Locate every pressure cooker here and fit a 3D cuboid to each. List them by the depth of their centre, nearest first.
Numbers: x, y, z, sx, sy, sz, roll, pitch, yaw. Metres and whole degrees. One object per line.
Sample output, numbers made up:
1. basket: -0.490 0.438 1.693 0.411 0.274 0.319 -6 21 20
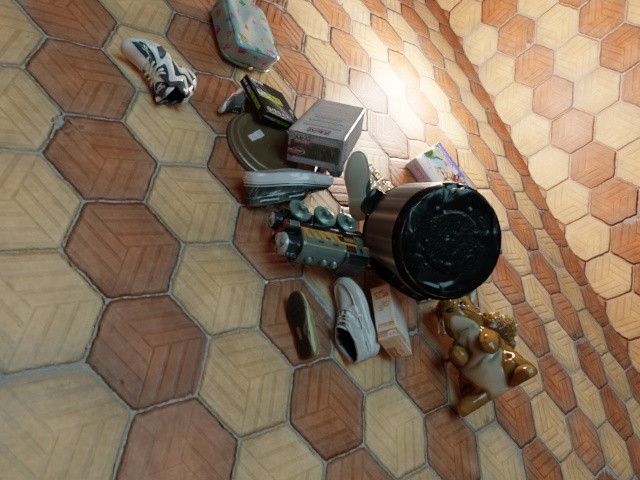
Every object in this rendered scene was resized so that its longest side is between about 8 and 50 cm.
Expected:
1. pressure cooker: 0.342 -0.009 1.687 0.375 0.420 0.370 -11 99 -13

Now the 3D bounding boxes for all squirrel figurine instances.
1. squirrel figurine: 0.555 0.360 1.806 0.397 0.281 0.371 8 46 -57

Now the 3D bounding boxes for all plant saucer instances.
1. plant saucer: -0.180 -0.313 1.686 0.277 0.041 0.278 24 49 -31

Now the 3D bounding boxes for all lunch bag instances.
1. lunch bag: -0.269 -0.744 1.847 0.224 0.107 0.279 5 61 -48

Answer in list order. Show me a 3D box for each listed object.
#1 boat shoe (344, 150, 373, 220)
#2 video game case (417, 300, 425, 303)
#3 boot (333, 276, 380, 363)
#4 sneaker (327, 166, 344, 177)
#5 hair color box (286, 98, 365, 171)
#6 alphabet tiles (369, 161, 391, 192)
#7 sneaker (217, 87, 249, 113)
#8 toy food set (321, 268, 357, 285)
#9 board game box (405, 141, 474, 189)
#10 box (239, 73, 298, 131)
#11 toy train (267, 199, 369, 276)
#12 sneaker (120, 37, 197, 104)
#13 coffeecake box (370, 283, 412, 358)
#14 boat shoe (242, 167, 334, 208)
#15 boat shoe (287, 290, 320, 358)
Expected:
1. boat shoe: 0.140 -0.198 1.803 0.079 0.095 0.255 -61 145 -63
2. video game case: 0.392 0.084 1.939 0.204 0.025 0.285 -7 73 -40
3. boot: 0.086 0.234 1.513 0.123 0.095 0.258 -8 70 -54
4. sneaker: 0.044 -0.313 1.873 0.087 0.092 0.229 -1 34 1
5. hair color box: 0.028 -0.376 1.770 0.185 0.114 0.374 14 32 9
6. alphabet tiles: 0.231 -0.186 2.019 0.237 0.009 0.198 51 40 -3
7. sneaker: -0.277 -0.446 1.672 0.065 0.061 0.158 49 40 -16
8. toy food set: 0.081 0.070 1.669 0.132 0.038 0.192 51 40 -4
9. board game box: 0.569 -0.282 2.369 0.319 0.066 0.318 54 40 -1
10. box: -0.168 -0.466 1.752 0.190 0.045 0.184 12 46 -53
11. toy train: 0.000 0.000 1.536 0.333 0.142 0.190 13 46 -33
12. sneaker: -0.472 -0.474 1.471 0.235 0.094 0.153 36 34 -35
13. coffeecake box: 0.222 0.255 1.600 0.142 0.068 0.186 54 24 -45
14. boat shoe: -0.103 -0.162 1.609 0.335 0.121 0.119 -6 108 -37
15. boat shoe: -0.042 0.234 1.426 0.072 0.068 0.190 10 66 -55
